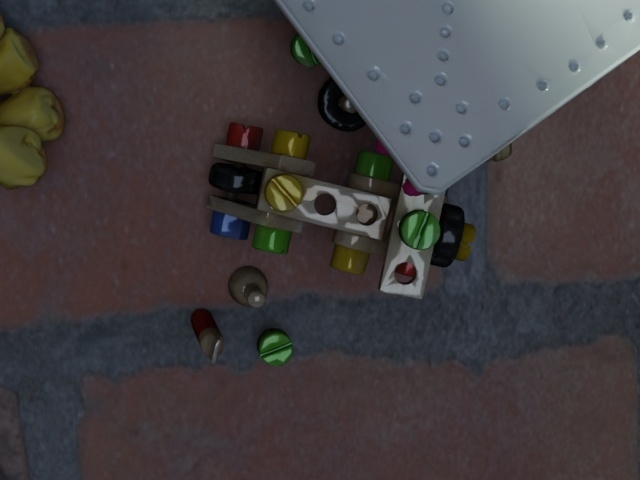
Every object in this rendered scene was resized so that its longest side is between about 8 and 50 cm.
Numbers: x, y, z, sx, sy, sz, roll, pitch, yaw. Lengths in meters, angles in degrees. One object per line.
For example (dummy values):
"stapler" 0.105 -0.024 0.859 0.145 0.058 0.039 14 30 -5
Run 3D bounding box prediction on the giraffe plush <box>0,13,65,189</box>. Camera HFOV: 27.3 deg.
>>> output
"giraffe plush" -0.364 -0.107 1.207 0.170 0.210 0.181 -18 109 24

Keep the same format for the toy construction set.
"toy construction set" 0.000 0.000 1.239 0.257 0.237 0.309 38 92 -14

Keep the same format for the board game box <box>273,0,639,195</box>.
"board game box" 0.116 -0.286 1.195 0.390 0.050 0.390 -35 86 -22

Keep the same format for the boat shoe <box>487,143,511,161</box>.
"boat shoe" 0.068 -0.210 1.283 0.110 0.121 0.341 -32 93 1
